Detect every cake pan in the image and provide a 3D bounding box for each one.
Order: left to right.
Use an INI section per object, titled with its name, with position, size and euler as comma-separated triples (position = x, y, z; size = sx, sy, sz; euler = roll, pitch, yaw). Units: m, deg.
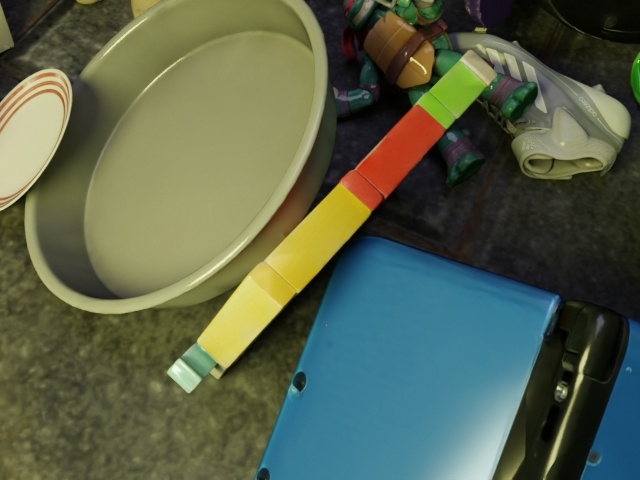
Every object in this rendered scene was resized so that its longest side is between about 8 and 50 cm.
[cake pan]
position = -0.109, -0.073, 0.634
size = 0.293, 0.054, 0.293
euler = -15, 58, 26

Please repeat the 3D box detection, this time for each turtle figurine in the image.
[turtle figurine]
position = 0.076, -0.168, 0.737
size = 0.234, 0.175, 0.118
euler = 43, 46, 14

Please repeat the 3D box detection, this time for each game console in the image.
[game console]
position = 0.104, 0.176, 0.492
size = 0.250, 0.173, 0.293
euler = 22, 88, -21

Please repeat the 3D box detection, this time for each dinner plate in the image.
[dinner plate]
position = -0.257, -0.084, 0.693
size = 0.141, 0.017, 0.141
euler = -20, 55, 31

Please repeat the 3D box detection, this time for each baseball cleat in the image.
[baseball cleat]
position = 0.184, -0.126, 0.756
size = 0.205, 0.072, 0.109
euler = 26, 65, 18

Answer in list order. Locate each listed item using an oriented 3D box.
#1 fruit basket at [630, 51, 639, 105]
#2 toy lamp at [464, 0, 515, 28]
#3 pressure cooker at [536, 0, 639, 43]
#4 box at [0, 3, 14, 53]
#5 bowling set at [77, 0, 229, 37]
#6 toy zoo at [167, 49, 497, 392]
[fruit basket]
position = 0.379, -0.163, 0.613
size = 0.391, 0.392, 0.283
euler = -10, 57, -10
[toy lamp]
position = 0.069, -0.287, 0.826
size = 0.274, 0.080, 0.080
euler = 27, 57, 33
[pressure cooker]
position = 0.329, -0.459, 0.813
size = 0.375, 0.370, 0.421
euler = -4, 59, -10
[box]
position = -0.434, -0.305, 0.782
size = 0.087, 0.169, 0.290
euler = -39, 65, -25
[bowling set]
position = -0.118, -0.294, 0.801
size = 0.287, 0.154, 0.200
euler = 32, 60, 17
[toy zoo]
position = 0.000, 0.000, 0.586
size = 0.030, 0.192, 0.293
euler = 42, 61, 1
